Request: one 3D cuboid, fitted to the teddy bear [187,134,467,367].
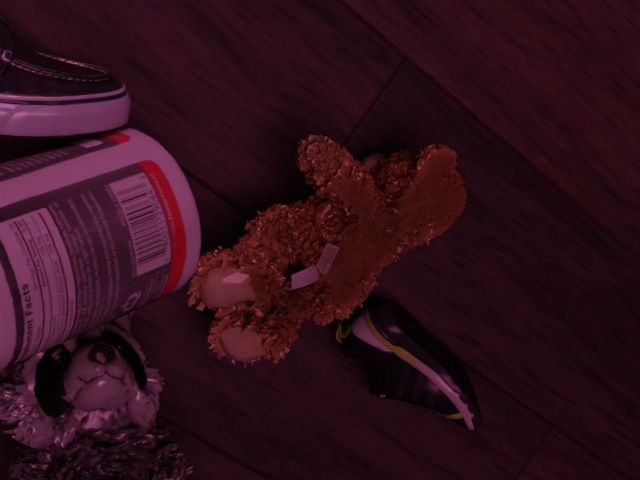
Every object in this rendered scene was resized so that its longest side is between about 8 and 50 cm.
[{"bbox_3d":[0.000,0.000,1.149,0.338,0.113,0.245,-46,133,-6],"label":"teddy bear"}]

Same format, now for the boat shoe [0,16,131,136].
[{"bbox_3d":[-0.336,-0.173,0.966,0.335,0.121,0.119,6,108,-21],"label":"boat shoe"}]

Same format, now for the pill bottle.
[{"bbox_3d":[-0.280,0.018,0.955,0.318,0.176,0.176,-25,116,-41],"label":"pill bottle"}]

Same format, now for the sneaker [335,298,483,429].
[{"bbox_3d":[0.106,0.160,1.286,0.097,0.084,0.235,-35,117,18],"label":"sneaker"}]

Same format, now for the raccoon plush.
[{"bbox_3d":[-0.294,0.271,1.119,0.216,0.299,0.446,4,137,-48],"label":"raccoon plush"}]
